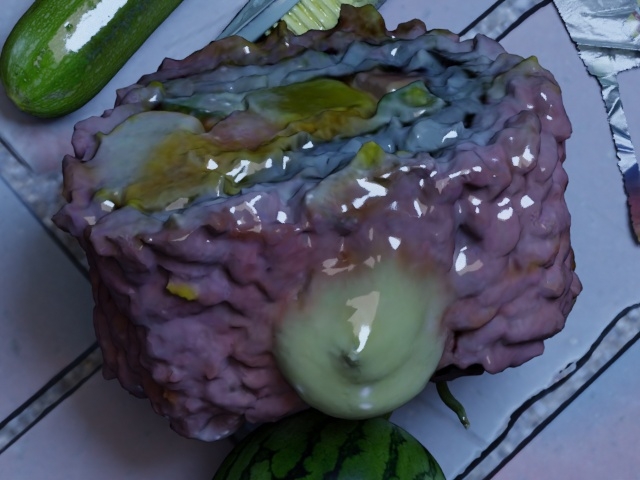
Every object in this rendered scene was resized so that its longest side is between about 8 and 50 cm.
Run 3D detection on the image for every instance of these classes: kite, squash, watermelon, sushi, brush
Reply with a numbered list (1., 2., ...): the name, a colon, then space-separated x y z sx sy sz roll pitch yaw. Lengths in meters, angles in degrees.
1. kite: 0.211 -0.121 1.039 0.141 0.015 0.245 -9 79 -7
2. squash: -0.103 -0.161 0.979 0.066 0.066 0.229 43 75 2
3. watermelon: 0.013 0.146 0.897 0.141 0.140 0.187 31 66 -1
4. sushi: 0.000 0.000 0.867 0.270 0.236 0.170 -13 121 -10
5. brush: -0.029 -0.118 0.988 0.297 0.068 0.060 -45 109 -10
